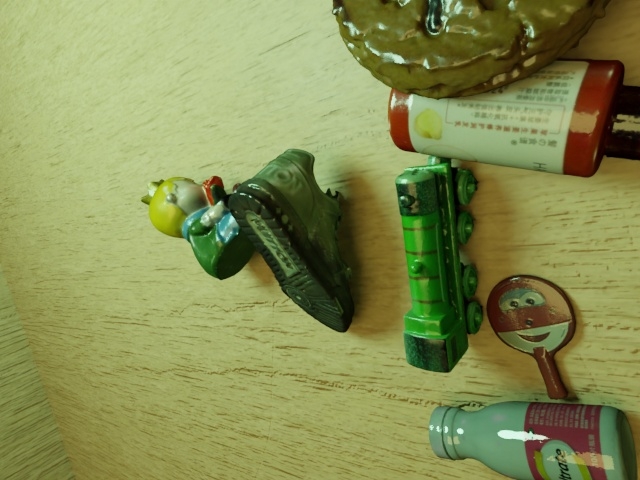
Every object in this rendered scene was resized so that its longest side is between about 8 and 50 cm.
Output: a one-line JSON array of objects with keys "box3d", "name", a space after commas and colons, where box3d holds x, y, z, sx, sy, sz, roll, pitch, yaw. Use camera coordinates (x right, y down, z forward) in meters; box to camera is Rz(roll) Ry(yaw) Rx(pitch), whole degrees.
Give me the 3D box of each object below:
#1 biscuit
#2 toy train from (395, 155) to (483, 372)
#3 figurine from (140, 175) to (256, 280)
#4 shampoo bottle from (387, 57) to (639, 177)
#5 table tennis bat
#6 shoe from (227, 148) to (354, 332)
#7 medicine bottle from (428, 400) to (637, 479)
[{"box3d": [0.135, -0.272, 0.394, 0.296, 0.075, 0.295, -4, 83, 30], "name": "biscuit"}, {"box3d": [0.137, 0.026, 0.527, 0.085, 0.119, 0.250, 0, 107, 39], "name": "toy train"}, {"box3d": [-0.204, -0.061, 0.766, 0.234, 0.128, 0.185, 47, 124, 28], "name": "figurine"}, {"box3d": [0.210, -0.120, 0.426, 0.278, 0.104, 0.104, 17, 115, 33], "name": "shampoo bottle"}, {"box3d": [0.259, 0.115, 0.530, 0.098, 0.019, 0.154, -20, 89, 40], "name": "table tennis bat"}, {"box3d": [-0.002, -0.001, 0.636, 0.109, 0.149, 0.292, 8, 142, 41], "name": "shoe"}, {"box3d": [0.244, 0.241, 0.534, 0.217, 0.091, 0.090, -14, 96, 40], "name": "medicine bottle"}]
